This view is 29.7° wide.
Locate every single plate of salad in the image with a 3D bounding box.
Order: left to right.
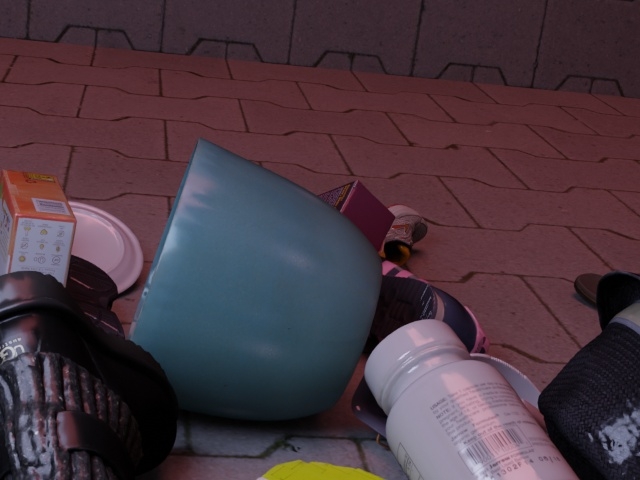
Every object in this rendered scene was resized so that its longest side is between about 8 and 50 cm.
[{"bbox_3d":[-0.343,0.018,1.656,0.200,0.048,0.200,13,40,-11],"label":"plate of salad"}]

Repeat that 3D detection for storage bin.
[{"bbox_3d":[0.113,0.191,1.302,0.091,0.098,0.135,28,-1,-42],"label":"storage bin"}]

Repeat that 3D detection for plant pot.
[{"bbox_3d":[-0.071,0.063,1.318,0.235,0.293,0.293,19,17,-9],"label":"plant pot"}]

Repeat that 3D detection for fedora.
[{"bbox_3d":[0.315,0.192,1.178,0.152,0.334,0.334,-27,25,-6],"label":"fedora"}]

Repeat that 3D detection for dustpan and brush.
[{"bbox_3d":[0.239,0.201,1.314,0.211,0.060,0.147,33,32,-52],"label":"dustpan and brush"}]

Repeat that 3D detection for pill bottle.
[{"bbox_3d":[0.136,0.187,1.135,0.131,0.131,0.229,-4,41,-30],"label":"pill bottle"}]

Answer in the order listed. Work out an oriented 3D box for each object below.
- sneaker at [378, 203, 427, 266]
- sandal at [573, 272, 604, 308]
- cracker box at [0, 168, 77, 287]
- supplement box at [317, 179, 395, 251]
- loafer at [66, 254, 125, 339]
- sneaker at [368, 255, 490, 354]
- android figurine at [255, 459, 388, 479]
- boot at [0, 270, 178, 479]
[{"bbox_3d":[0.106,0.009,1.873,0.093,0.088,0.225,38,30,21],"label":"sneaker"},{"bbox_3d":[0.472,0.086,1.783,0.090,0.060,0.219,-4,22,-32],"label":"sandal"},{"bbox_3d":[-0.318,0.058,1.284,0.067,0.232,0.156,7,18,-23],"label":"cracker box"},{"bbox_3d":[0.000,0.000,1.640,0.188,0.081,0.104,-18,36,52],"label":"supplement box"},{"bbox_3d":[-0.298,0.096,1.417,0.109,0.095,0.302,21,10,-20],"label":"loafer"},{"bbox_3d":[0.102,0.094,1.599,0.131,0.112,0.319,30,2,-27],"label":"sneaker"},{"bbox_3d":[-0.011,0.271,1.046,0.248,0.056,0.273,16,22,27],"label":"android figurine"},{"bbox_3d":[-0.188,0.205,1.025,0.131,0.348,0.260,-30,60,3],"label":"boot"}]
